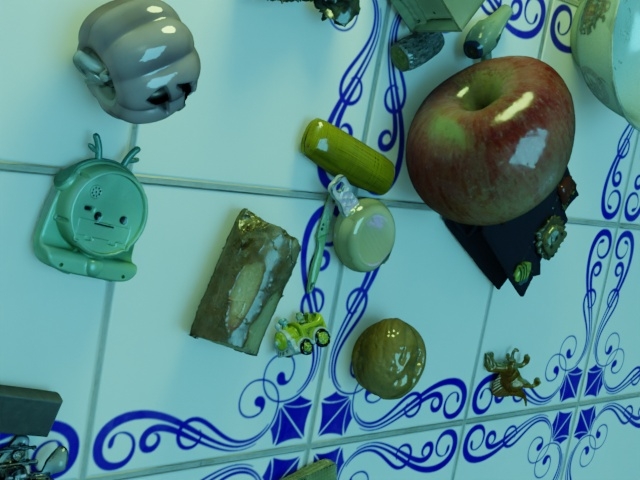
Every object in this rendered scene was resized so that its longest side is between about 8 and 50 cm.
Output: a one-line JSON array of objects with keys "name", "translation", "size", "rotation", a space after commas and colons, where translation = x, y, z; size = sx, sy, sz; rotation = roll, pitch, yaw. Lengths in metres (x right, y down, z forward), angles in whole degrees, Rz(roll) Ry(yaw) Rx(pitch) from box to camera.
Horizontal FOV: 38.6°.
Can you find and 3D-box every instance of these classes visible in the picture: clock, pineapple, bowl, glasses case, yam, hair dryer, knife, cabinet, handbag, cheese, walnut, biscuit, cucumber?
[{"name": "clock", "translation": [-0.328, -0.049, 1.358], "size": [0.159, 0.066, 0.211], "rotation": [13, 93, -45]}, {"name": "pineapple", "translation": [-0.017, -0.429, 1.509], "size": [0.237, 0.111, 0.119], "rotation": [1, 132, -48]}, {"name": "bowl", "translation": [0.701, -0.470, 2.086], "size": [0.434, 0.196, 0.435], "rotation": [-15, 113, -40]}, {"name": "glasses case", "translation": [-0.473, 0.243, 1.328], "size": [0.190, 0.042, 0.072], "rotation": [18, 97, -44]}, {"name": "yam", "translation": [-0.123, 0.075, 1.547], "size": [0.128, 0.129, 0.238], "rotation": [24, 85, -9]}, {"name": "hair dryer", "translation": [0.365, -0.394, 1.909], "size": [0.167, 0.067, 0.199], "rotation": [-57, 143, -21]}, {"name": "knife", "translation": [0.000, 0.000, 1.711], "size": [0.030, 0.014, 0.207], "rotation": [12, 93, -44]}, {"name": "cabinet", "translation": [0.228, -0.504, 1.671], "size": [0.206, 0.150, 0.145], "rotation": [-54, 127, -16]}, {"name": "handbag", "translation": [0.445, -0.072, 2.027], "size": [0.303, 0.122, 0.329], "rotation": [-56, 133, -15]}, {"name": "cheese", "translation": [0.068, -0.037, 1.712], "size": [0.137, 0.064, 0.227], "rotation": [-50, 138, -19]}, {"name": "glasses case", "translation": [0.054, -0.148, 1.681], "size": [0.234, 0.064, 0.079], "rotation": [25, 79, -43]}, {"name": "walnut", "translation": [0.136, 0.234, 1.822], "size": [0.166, 0.149, 0.167], "rotation": [7, 90, -77]}, {"name": "biscuit", "translation": [-0.026, 0.568, 1.834], "size": [0.147, 0.046, 0.250], "rotation": [-18, 113, -39]}, {"name": "cucumber", "translation": [0.187, -0.365, 1.738], "size": [0.112, 0.064, 0.064], "rotation": [-34, 123, -31]}]

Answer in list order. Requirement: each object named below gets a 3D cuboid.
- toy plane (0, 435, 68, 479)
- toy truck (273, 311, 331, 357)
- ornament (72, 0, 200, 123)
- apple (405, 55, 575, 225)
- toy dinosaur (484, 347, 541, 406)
[{"name": "toy plane", "translation": [-0.485, 0.376, 1.332], "size": [0.246, 0.078, 0.169], "rotation": [-1, 76, -39]}, {"name": "toy truck", "translation": [-0.040, 0.173, 1.690], "size": [0.111, 0.076, 0.077], "rotation": [-20, 91, -40]}, {"name": "ornament", "translation": [-0.262, -0.250, 1.285], "size": [0.177, 0.177, 0.178], "rotation": [-14, 112, -39]}, {"name": "apple", "translation": [0.334, -0.178, 1.758], "size": [0.345, 0.344, 0.269], "rotation": [-47, 131, -22]}, {"name": "toy dinosaur", "translation": [0.462, 0.345, 2.213], "size": [0.142, 0.057, 0.212], "rotation": [-20, 115, -25]}]
